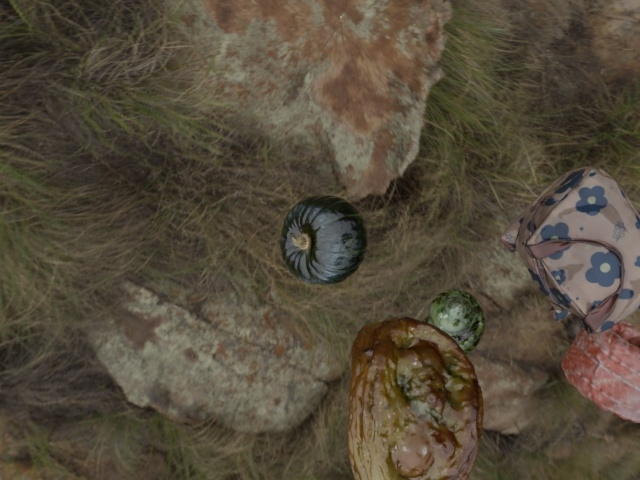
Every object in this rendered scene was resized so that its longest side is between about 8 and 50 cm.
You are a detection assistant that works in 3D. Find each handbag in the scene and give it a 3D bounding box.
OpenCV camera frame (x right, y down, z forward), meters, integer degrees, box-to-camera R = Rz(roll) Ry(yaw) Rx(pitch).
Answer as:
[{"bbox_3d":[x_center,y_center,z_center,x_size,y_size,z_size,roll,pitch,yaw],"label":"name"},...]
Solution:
[{"bbox_3d":[0.458,0.022,1.199,0.193,0.190,0.252,-38,97,-7],"label":"handbag"}]

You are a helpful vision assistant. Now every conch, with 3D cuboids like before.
[{"bbox_3d":[0.315,0.209,1.660,0.187,0.124,0.182,-29,124,-10],"label":"conch"}]

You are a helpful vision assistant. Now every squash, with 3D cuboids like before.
[{"bbox_3d":[0.004,0.000,1.557,0.218,0.172,0.218,16,124,25],"label":"squash"}]

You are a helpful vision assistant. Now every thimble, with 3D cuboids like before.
[{"bbox_3d":[0.657,0.276,1.481,0.239,0.239,0.162,20,107,-5],"label":"thimble"}]

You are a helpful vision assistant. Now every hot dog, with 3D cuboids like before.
[{"bbox_3d":[0.123,0.232,0.952,0.196,0.272,0.122,19,137,-10],"label":"hot dog"}]
